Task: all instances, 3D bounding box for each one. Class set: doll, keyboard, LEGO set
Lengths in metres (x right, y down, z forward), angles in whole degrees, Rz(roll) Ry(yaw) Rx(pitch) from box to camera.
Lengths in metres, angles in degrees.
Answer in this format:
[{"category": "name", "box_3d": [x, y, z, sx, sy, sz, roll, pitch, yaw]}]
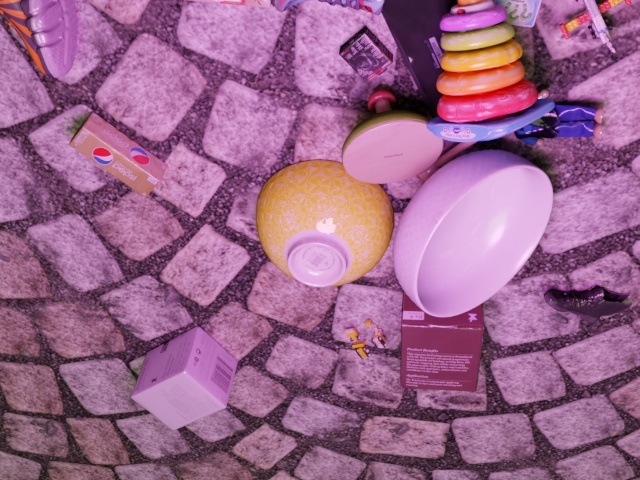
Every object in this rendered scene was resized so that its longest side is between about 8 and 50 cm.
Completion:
[{"category": "doll", "box_3d": [0.404, -0.215, 1.406, 0.189, 0.046, 0.129, 0, 139, 16]}, {"category": "keyboard", "box_3d": [0.237, -0.342, 1.337, 0.201, 0.033, 0.317, -17, 126, 22]}, {"category": "LEGO set", "box_3d": [0.408, -0.403, 1.232, 0.244, 0.060, 0.182, 7, 127, -7]}]

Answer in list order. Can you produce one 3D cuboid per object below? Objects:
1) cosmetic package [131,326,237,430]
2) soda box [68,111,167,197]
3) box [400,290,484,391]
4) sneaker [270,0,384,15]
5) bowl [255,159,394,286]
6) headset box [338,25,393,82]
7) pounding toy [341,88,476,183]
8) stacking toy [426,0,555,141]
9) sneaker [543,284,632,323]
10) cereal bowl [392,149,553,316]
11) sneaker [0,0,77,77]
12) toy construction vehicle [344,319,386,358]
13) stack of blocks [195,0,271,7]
[{"category": "cosmetic package", "box_3d": [-0.326, 0.335, 1.900, 0.183, 0.151, 0.151, -28, 120, 26]}, {"category": "soda box", "box_3d": [-0.397, -0.168, 1.551, 0.181, 0.061, 0.058, 37, 125, -21]}, {"category": "box", "box_3d": [0.258, 0.196, 1.690, 0.168, 0.167, 0.203, 3, 130, 7]}, {"category": "sneaker", "box_3d": [0.051, -0.402, 1.224, 0.262, 0.104, 0.125, -22, 108, 10]}, {"category": "bowl", "box_3d": [0.000, 0.000, 1.573, 0.289, 0.156, 0.289, 4, 130, 5]}, {"category": "headset box", "box_3d": [0.083, -0.322, 1.373, 0.062, 0.032, 0.083, -34, 118, 31]}, {"category": "pounding toy", "box_3d": [0.145, -0.196, 1.428, 0.237, 0.110, 0.183, 5, 147, -25]}, {"category": "stacking toy", "box_3d": [0.250, -0.319, 1.246, 0.175, 0.165, 0.302, 13, 122, 48]}, {"category": "sneaker", "box_3d": [0.565, 0.123, 1.664, 0.170, 0.051, 0.089, 23, 129, -17]}, {"category": "cereal bowl", "box_3d": [0.264, -0.029, 1.464, 0.339, 0.141, 0.339, -24, 138, -24]}, {"category": "sneaker", "box_3d": [-0.536, -0.430, 1.332, 0.180, 0.124, 0.321, -2, 119, 15]}, {"category": "toy construction vehicle", "box_3d": [0.108, 0.227, 1.830, 0.086, 0.035, 0.098, -18, 123, 35]}, {"category": "stack of blocks", "box_3d": [-0.152, -0.521, 1.205, 0.171, 0.087, 0.297, 7, 130, 3]}]
